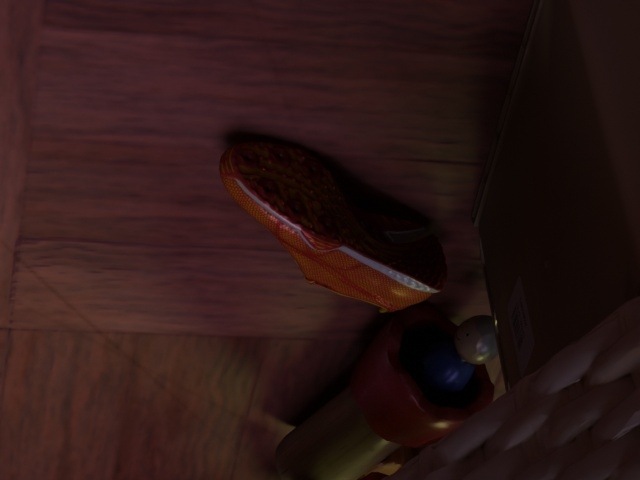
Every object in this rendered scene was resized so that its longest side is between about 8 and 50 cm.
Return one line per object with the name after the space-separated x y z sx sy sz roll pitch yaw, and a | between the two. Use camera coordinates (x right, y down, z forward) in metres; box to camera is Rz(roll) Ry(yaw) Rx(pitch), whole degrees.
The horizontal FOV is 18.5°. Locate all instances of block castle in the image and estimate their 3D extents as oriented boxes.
0.138 0.277 1.208 0.303 0.453 0.213 22 137 -28 | block castle

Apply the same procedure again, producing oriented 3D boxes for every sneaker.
0.000 0.000 1.166 0.067 0.064 0.175 -29 132 34 | sneaker

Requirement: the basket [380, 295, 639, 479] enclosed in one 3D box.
0.203 0.215 0.852 0.266 0.328 0.331 31 127 -29 | basket

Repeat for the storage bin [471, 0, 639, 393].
0.177 0.015 1.063 0.123 0.262 0.260 1 137 -10 | storage bin
